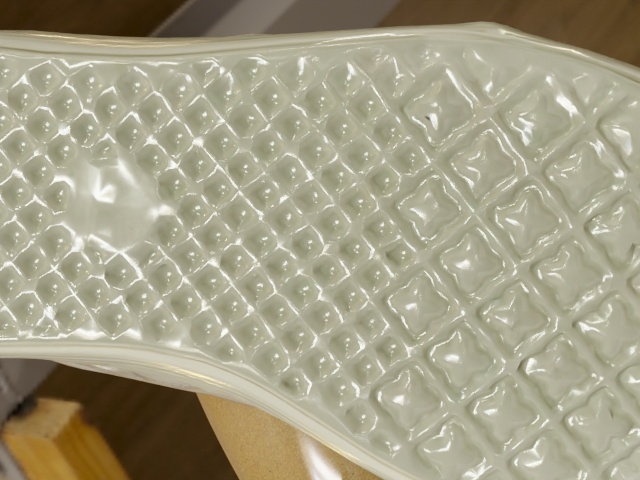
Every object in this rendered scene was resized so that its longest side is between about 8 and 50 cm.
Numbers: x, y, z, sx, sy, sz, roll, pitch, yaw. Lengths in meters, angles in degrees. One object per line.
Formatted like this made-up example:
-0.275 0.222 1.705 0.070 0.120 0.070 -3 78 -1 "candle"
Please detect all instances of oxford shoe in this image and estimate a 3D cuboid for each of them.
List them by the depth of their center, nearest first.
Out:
0.000 0.000 0.488 0.130 0.449 0.169 -3 -78 -77 "oxford shoe"

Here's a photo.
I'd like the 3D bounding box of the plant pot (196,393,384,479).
0.029 0.158 0.986 0.237 0.237 0.254 15 -129 -53 "plant pot"
